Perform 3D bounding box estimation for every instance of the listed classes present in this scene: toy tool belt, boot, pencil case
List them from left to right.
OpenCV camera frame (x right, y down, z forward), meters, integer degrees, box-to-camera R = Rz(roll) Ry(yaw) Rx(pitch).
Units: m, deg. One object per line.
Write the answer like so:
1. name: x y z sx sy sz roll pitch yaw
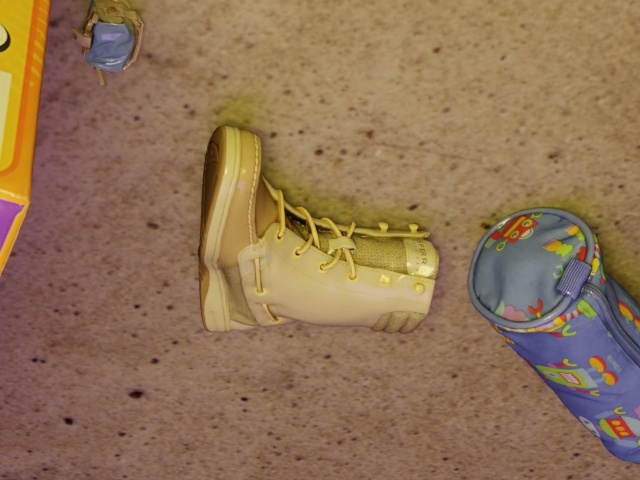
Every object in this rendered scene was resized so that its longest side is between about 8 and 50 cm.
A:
1. toy tool belt: -0.158 -0.156 1.139 0.052 0.051 0.083 5 142 -4
2. boot: 0.000 0.000 1.298 0.203 0.095 0.262 4 144 -1
3. pencil case: 0.253 0.094 1.384 0.133 0.119 0.306 10 155 43

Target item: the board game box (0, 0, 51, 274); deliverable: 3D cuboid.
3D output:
1. board game box: -0.366 -0.073 0.854 0.357 0.356 0.356 15 134 -18
